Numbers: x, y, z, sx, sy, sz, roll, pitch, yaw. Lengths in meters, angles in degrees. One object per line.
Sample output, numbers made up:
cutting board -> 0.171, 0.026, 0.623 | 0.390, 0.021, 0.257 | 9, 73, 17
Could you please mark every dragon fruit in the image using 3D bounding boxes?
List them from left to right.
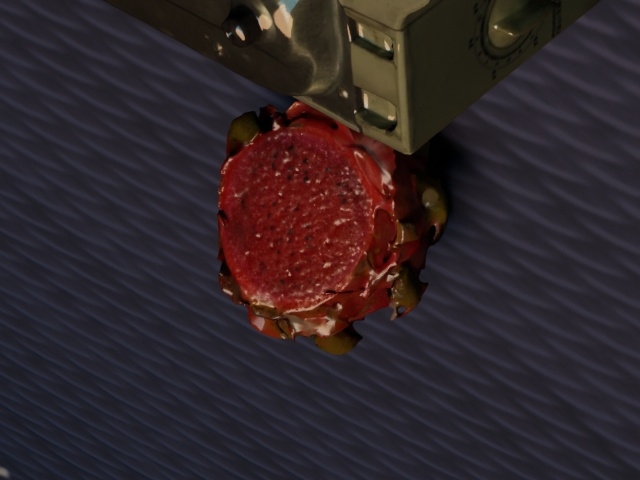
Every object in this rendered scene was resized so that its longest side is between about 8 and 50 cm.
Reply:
dragon fruit -> 0.000, 0.000, 1.118 | 0.133, 0.150, 0.208 | 54, 156, 23

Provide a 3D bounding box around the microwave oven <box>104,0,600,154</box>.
microwave oven -> -0.017, -0.251, 0.704 | 0.286, 0.218, 0.355 | 30, 144, 31
